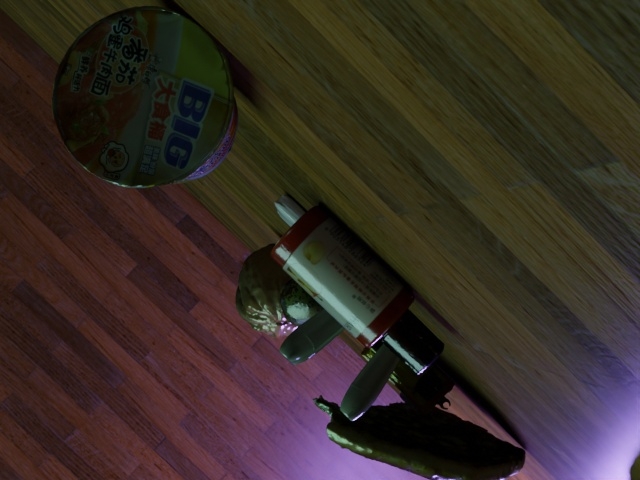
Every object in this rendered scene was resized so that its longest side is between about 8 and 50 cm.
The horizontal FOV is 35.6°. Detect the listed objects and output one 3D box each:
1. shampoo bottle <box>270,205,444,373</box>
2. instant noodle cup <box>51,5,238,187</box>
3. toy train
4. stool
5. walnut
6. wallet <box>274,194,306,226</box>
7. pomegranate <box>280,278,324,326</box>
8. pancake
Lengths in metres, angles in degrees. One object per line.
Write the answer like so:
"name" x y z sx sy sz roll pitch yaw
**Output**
"shampoo bottle" 0.061 0.079 1.434 0.278 0.104 0.104 43 174 5
"instant noodle cup" -0.185 -0.154 1.145 0.205 0.205 0.153 43 -176 6
"toy train" 0.166 0.244 1.925 0.219 0.089 0.127 43 169 18
"stool" 0.060 0.183 1.707 0.195 0.199 0.195 41 173 7
"walnut" -0.098 0.115 2.248 0.198 0.198 0.245 48 -169 -33
"wallet" 0.000 0.000 1.628 0.190 0.033 0.095 44 175 11
"pomegranate" -0.016 0.119 2.101 0.163 0.138 0.126 -99 4 -69
"pancake" 0.180 0.374 1.862 0.426 0.067 0.304 9 -167 -42
